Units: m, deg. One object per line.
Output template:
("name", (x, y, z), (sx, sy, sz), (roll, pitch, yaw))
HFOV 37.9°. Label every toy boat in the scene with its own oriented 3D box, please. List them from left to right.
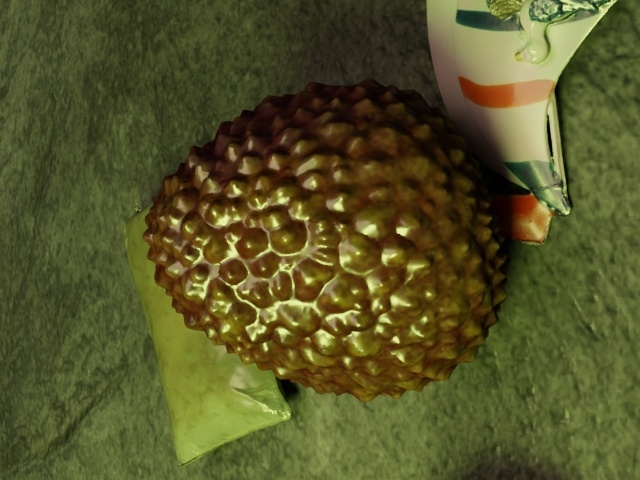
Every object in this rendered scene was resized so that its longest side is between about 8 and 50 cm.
("toy boat", (0.134, -0.170, 0.739), (0.219, 0.072, 0.318), (24, 115, 42))

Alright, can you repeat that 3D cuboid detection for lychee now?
("lychee", (0.000, 0.000, 0.710), (0.271, 0.271, 0.271), (-4, 85, 47))

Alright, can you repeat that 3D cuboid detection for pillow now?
("pillow", (-0.129, 0.069, 0.984), (0.185, 0.075, 0.302), (-33, 65, 39))
